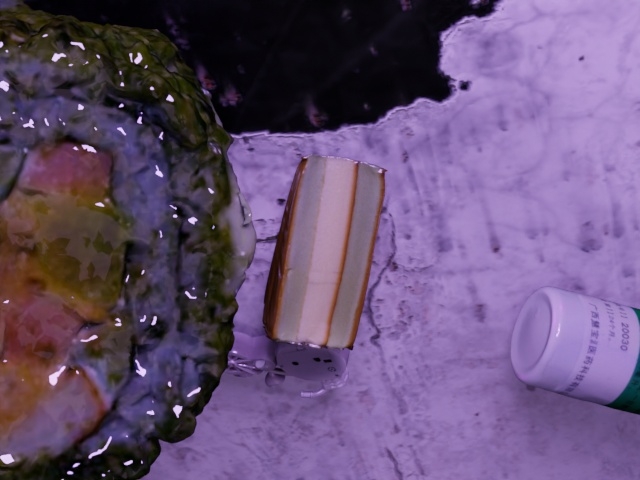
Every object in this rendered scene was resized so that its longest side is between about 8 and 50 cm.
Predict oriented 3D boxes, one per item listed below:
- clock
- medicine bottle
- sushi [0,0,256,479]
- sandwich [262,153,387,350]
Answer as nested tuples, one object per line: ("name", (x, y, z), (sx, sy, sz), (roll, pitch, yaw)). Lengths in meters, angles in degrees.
("clock", (-0.034, 0.108, 1.420), (0.129, 0.041, 0.087), (-4, 144, 15))
("medicine bottle", (0.304, 0.114, 1.400), (0.260, 0.095, 0.095), (14, 135, -18))
("sushi", (-0.199, 0.004, 1.123), (0.294, 0.178, 0.351), (-5, 107, -11))
("sandwich", (0.000, 0.000, 1.326), (0.079, 0.113, 0.163), (7, 102, -8))
